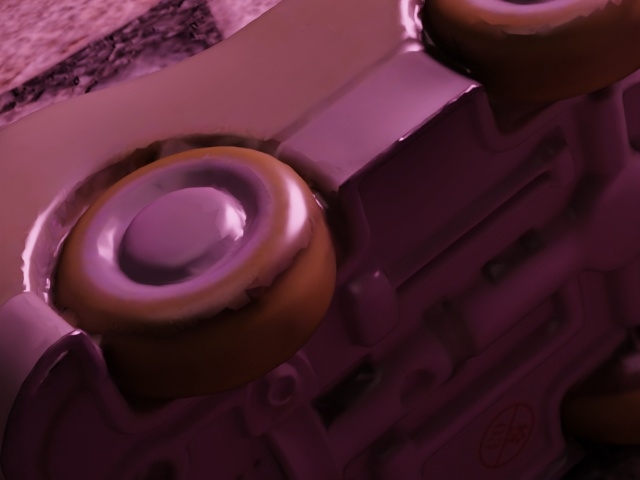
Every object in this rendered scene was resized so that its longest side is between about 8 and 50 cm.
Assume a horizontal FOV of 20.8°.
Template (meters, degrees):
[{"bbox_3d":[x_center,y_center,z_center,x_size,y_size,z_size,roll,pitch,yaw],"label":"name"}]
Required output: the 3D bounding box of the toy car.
[{"bbox_3d":[0.000,0.000,0.673,0.336,0.242,0.226,-38,44,-17],"label":"toy car"}]
